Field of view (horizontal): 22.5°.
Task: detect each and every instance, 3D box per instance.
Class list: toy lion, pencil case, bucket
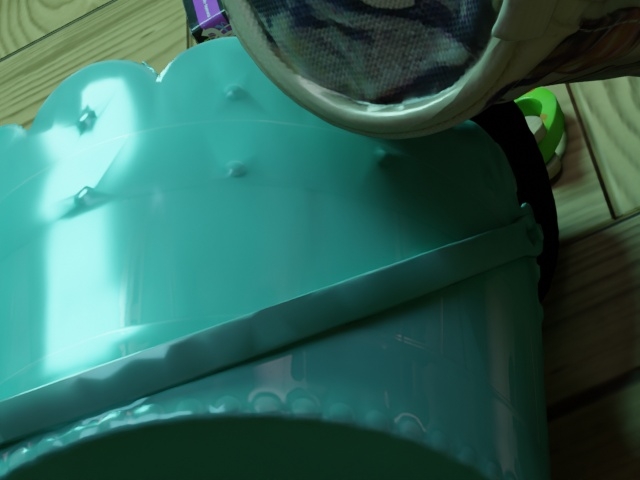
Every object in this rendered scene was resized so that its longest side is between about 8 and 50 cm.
[{"bbox_3d":[0.091,-0.064,0.907,0.100,0.034,0.096,-12,34,29],"label":"toy lion"},{"bbox_3d":[0.124,-0.131,0.663,0.184,0.159,0.410,22,19,32],"label":"pencil case"},{"bbox_3d":[-0.035,0.077,0.652,0.281,0.281,0.183,-23,41,16],"label":"bucket"}]

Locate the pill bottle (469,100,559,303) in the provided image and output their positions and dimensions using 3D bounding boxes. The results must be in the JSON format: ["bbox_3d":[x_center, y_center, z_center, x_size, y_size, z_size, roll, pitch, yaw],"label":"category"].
[{"bbox_3d":[0.000,0.000,0.823,0.219,0.123,0.122,-15,40,29],"label":"pill bottle"}]

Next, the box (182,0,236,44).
[{"bbox_3d":[-0.028,-0.210,1.170,0.162,0.029,0.116,-30,37,9],"label":"box"}]
